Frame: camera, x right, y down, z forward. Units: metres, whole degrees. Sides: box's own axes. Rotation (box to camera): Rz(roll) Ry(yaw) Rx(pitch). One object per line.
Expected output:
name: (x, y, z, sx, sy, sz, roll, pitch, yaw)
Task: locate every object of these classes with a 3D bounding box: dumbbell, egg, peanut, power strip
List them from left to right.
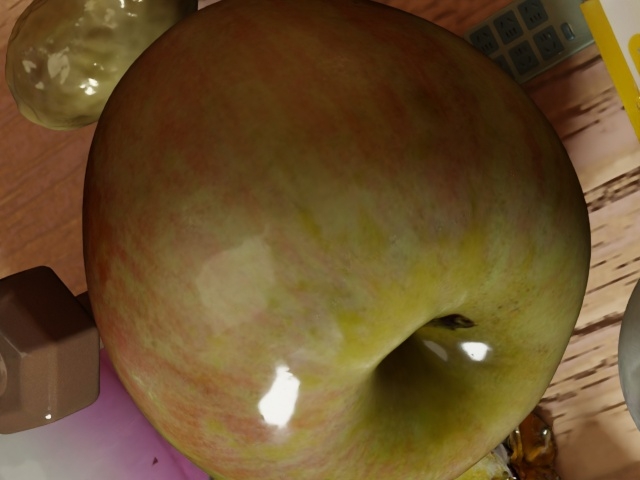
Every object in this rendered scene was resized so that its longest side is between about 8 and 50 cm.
egg: (-0.126, 0.165, 1.230, 0.196, 0.196, 0.271, -16, 102, 43)
peanut: (-0.116, -0.162, 1.154, 0.103, 0.098, 0.229, 15, 120, -6)
dumbbell: (-0.109, 0.036, 1.136, 0.092, 0.231, 0.082, -19, 93, 41)
power strip: (0.113, -0.109, 1.039, 0.090, 0.016, 0.040, -29, 86, 43)

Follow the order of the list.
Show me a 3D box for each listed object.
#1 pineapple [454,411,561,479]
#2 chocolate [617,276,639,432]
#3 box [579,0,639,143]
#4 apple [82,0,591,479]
pineapple: (0.059, 0.149, 1.170, 0.221, 0.047, 0.221, 17, 116, 39)
chocolate: (0.222, 0.056, 0.931, 0.147, 0.221, 0.221, -158, 56, -65)
box: (0.236, -0.094, 0.919, 0.247, 0.033, 0.129, -23, 94, 40)
apple: (0.000, 0.000, 1.019, 0.234, 0.257, 0.257, 43, 131, 41)
